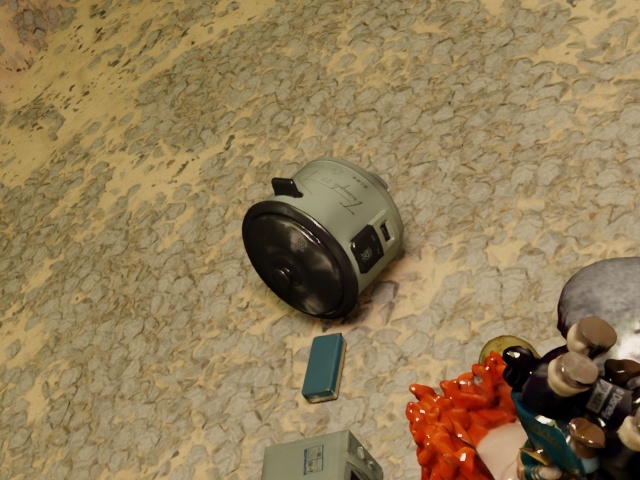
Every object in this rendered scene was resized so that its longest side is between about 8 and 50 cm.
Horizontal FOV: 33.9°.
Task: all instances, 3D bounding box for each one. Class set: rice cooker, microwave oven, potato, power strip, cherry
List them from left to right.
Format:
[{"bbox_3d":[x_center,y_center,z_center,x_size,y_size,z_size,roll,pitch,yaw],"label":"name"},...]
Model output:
[{"bbox_3d":[-0.003,0.395,1.482,0.162,0.122,0.208,-17,42,24],"label":"microwave oven"},{"bbox_3d":[0.000,0.000,1.774,0.241,0.280,0.227,10,41,40],"label":"rice cooker"},{"bbox_3d":[0.008,0.209,1.737,0.056,0.032,0.123,-13,43,26],"label":"power strip"},{"bbox_3d":[0.268,0.175,1.549,0.096,0.066,0.103,-38,36,-7],"label":"potato"},{"bbox_3d":[0.421,0.140,1.348,0.296,0.218,0.255,-8,41,13],"label":"cherry"}]

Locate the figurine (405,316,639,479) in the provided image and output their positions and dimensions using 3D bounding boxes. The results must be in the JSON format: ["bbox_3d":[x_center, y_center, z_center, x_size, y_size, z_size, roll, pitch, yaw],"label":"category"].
[{"bbox_3d":[0.272,0.255,1.226,0.412,0.306,0.241,-31,28,44],"label":"figurine"}]
